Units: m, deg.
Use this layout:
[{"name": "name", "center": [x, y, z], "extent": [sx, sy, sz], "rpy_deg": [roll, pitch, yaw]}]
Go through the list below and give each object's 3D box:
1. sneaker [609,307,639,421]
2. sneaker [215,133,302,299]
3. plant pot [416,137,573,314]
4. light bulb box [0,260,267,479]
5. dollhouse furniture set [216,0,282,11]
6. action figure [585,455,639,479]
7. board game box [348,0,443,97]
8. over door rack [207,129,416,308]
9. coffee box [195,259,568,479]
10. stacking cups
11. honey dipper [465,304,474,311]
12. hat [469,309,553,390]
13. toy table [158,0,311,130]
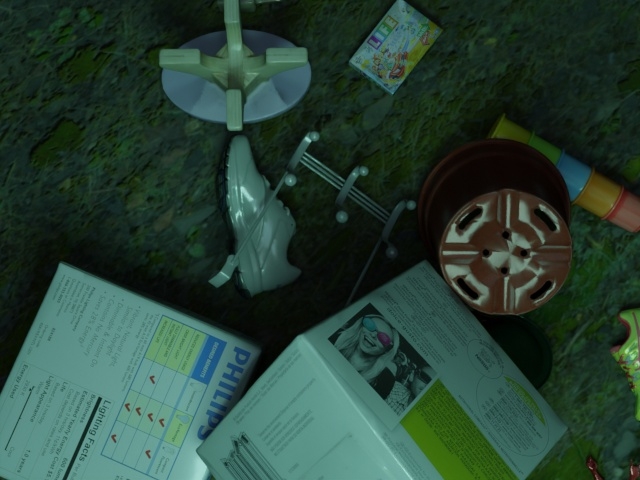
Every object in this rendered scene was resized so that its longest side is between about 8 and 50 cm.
[{"name": "sneaker", "center": [0.560, 0.217, 1.594], "extent": [0.094, 0.081, 0.208], "rpy_deg": [4, 79, 8]}, {"name": "sneaker", "center": [-0.115, -0.047, 1.620], "extent": [0.129, 0.111, 0.297], "rpy_deg": [-10, 89, -15]}, {"name": "plant pot", "center": [0.294, -0.014, 1.477], "extent": [0.272, 0.265, 0.272], "rpy_deg": [2, 105, 6]}, {"name": "light bulb box", "center": [-0.323, 0.270, 1.521], "extent": [0.361, 0.225, 0.358], "rpy_deg": [23, 85, 2]}, {"name": "dollhouse furniture set", "center": [-0.106, -0.587, 1.552], "extent": [0.198, 0.303, 0.286], "rpy_deg": [-5, 85, 1]}, {"name": "action figure", "center": [0.452, 0.427, 1.563], "extent": [0.280, 0.091, 0.139], "rpy_deg": [4, 95, 1]}, {"name": "board game box", "center": [0.140, -0.358, 1.667], "extent": [0.103, 0.026, 0.154], "rpy_deg": [37, 87, 4]}, {"name": "over door rack", "center": [0.000, 0.000, 1.547], "extent": [0.239, 0.108, 0.324], "rpy_deg": [35, 75, -13]}, {"name": "coffee box", "center": [0.090, 0.295, 1.338], "extent": [0.338, 0.334, 0.337], "rpy_deg": [50, 130, 12]}, {"name": "stacking cups", "center": [0.438, -0.109, 1.613], "extent": [0.316, 0.096, 0.096], "rpy_deg": [31, 86, 1]}, {"name": "honey dipper", "center": [0.339, 0.104, 1.626], "extent": [0.161, 0.030, 0.030], "rpy_deg": [-19, 85, 2]}, {"name": "hat", "center": [0.310, 0.159, 1.514], "extent": [0.208, 0.183, 0.173], "rpy_deg": [-15, 59, -11]}, {"name": "toy table", "center": [-0.154, -0.306, 1.601], "extent": [0.274, 0.161, 0.252], "rpy_deg": [-13, 85, -1]}]
